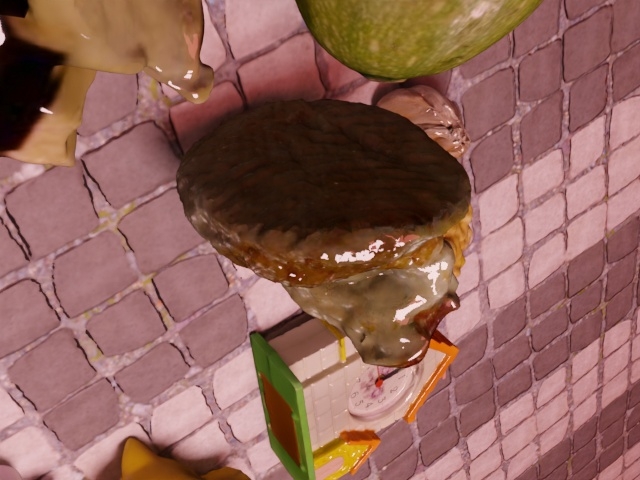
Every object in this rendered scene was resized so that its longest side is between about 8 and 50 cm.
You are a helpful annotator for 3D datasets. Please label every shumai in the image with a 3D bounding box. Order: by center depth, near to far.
[{"bbox_3d":[0.000,0.000,0.741,0.222,0.272,0.203,-40,149,-35],"label":"shumai"}]

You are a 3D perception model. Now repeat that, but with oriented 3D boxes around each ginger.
[{"bbox_3d":[-0.085,-0.228,0.418,0.211,0.358,0.413,5,123,-18],"label":"ginger"}]

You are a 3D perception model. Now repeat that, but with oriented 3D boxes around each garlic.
[{"bbox_3d":[0.114,-0.128,0.859,0.113,0.094,0.074,28,60,-40],"label":"garlic"}]

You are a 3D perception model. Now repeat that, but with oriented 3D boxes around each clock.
[{"bbox_3d":[0.057,0.170,1.002,0.255,0.106,0.219,-25,132,-22],"label":"clock"}]

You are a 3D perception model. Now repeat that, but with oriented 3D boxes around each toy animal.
[{"bbox_3d":[-0.147,0.330,0.929,0.156,0.156,0.230,-49,138,2],"label":"toy animal"}]

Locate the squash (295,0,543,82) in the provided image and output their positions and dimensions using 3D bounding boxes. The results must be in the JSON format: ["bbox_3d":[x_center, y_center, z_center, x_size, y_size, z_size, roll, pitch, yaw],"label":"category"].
[{"bbox_3d":[0.069,-0.286,0.610,0.310,0.310,0.308,2,135,-39],"label":"squash"}]

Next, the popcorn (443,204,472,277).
[{"bbox_3d":[0.094,-0.003,0.890,0.194,0.140,0.163,-8,129,-36],"label":"popcorn"}]

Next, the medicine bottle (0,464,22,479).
[{"bbox_3d":[-0.358,0.280,0.778,0.219,0.078,0.115,13,108,-42],"label":"medicine bottle"}]
